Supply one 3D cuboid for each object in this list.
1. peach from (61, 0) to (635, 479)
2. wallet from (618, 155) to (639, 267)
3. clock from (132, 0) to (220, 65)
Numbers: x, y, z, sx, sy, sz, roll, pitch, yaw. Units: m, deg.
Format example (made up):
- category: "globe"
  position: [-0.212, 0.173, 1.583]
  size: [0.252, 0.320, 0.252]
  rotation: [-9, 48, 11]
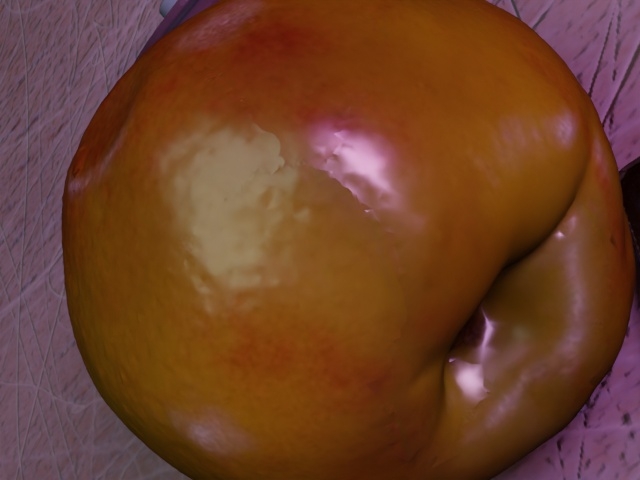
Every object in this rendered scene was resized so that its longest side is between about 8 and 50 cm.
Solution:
- category: "peach"
  position: [-0.005, 0.000, 0.657]
  size: [0.308, 0.289, 0.289]
  rotation: [28, 104, 48]
- category: "wallet"
  position: [0.239, -0.030, 0.563]
  size: [0.232, 0.031, 0.122]
  rotation: [-35, 61, 44]
- category: "clock"
  position: [-0.033, -0.181, 0.796]
  size: [0.244, 0.056, 0.244]
  rotation: [-47, 4, 5]
